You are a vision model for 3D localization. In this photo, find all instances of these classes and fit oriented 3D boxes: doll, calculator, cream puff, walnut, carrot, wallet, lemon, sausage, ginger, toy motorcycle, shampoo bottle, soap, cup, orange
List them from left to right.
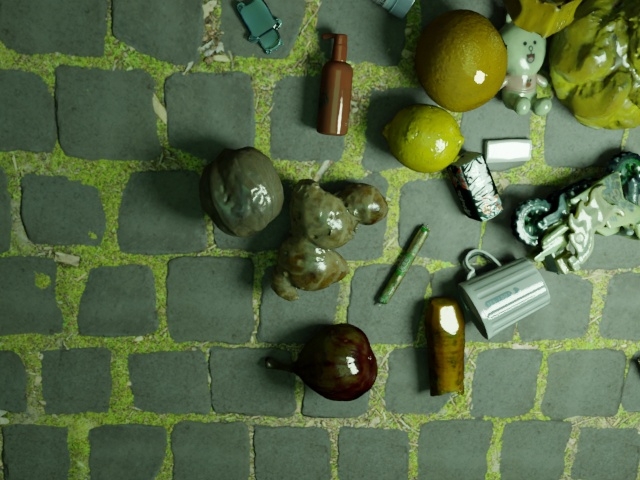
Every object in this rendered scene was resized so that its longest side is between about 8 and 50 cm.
[{"bbox_3d":[-0.200,-0.122,1.493,0.224,0.224,0.224,-1,106,-4],"label":"walnut"},{"bbox_3d":[-0.144,-0.530,1.471,0.094,0.019,0.141,-30,107,5],"label":"calculator"},{"bbox_3d":[0.000,0.000,1.556,0.256,0.176,0.375,23,103,-26],"label":"ginger"},{"bbox_3d":[0.037,-0.386,1.495,0.085,0.085,0.245,2,104,-5],"label":"shampoo bottle"},{"bbox_3d":[0.231,0.070,1.661,0.032,0.033,0.269,27,102,-11],"label":"sausage"},{"bbox_3d":[0.255,-0.256,1.501,0.206,0.173,0.174,13,105,5],"label":"lemon"},{"bbox_3d":[0.354,0.311,1.701,0.114,0.114,0.302,-7,107,-2],"label":"carrot"},{"bbox_3d":[0.335,-0.425,1.432,0.236,0.236,0.237,-1,106,-4],"label":"orange"},{"bbox_3d":[0.490,0.130,1.632,0.201,0.167,0.221,-26,108,0],"label":"cup"},{"bbox_3d":[0.499,-0.239,1.598,0.122,0.025,0.061,-3,104,-4],"label":"wallet"},{"bbox_3d":[0.495,-0.442,1.503,0.154,0.113,0.275,-13,99,-9],"label":"doll"},{"bbox_3d":[0.507,-0.567,1.387,0.160,0.258,0.080,2,139,-4],"label":"soap"},{"bbox_3d":[0.705,-0.063,1.588,0.409,0.169,0.237,-25,98,-6],"label":"toy motorcycle"},{"bbox_3d":[0.741,-0.439,1.426,0.377,0.275,0.379,0,111,-1],"label":"cream puff"}]

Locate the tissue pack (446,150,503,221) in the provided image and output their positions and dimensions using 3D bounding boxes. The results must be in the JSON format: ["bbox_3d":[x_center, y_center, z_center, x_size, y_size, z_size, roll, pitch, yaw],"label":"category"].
[{"bbox_3d":[0.406,-0.142,1.580,0.090,0.103,0.170,-29,106,-3],"label":"tissue pack"}]

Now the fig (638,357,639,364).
[{"bbox_3d":[0.995,0.377,1.771,0.154,0.103,0.109,11,82,-16],"label":"fig"}]

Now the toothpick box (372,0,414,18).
[{"bbox_3d":[0.154,-0.611,1.429,0.153,0.101,0.101,28,102,-10],"label":"toothpick box"}]

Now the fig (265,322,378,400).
[{"bbox_3d":[-0.008,0.336,1.667,0.320,0.217,0.217,-5,108,26],"label":"fig"}]
